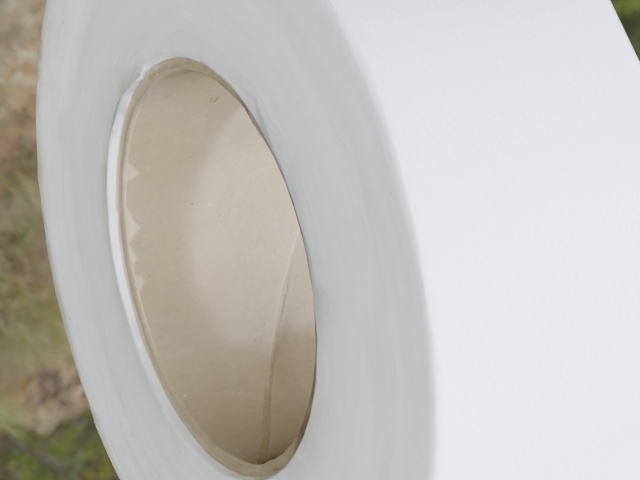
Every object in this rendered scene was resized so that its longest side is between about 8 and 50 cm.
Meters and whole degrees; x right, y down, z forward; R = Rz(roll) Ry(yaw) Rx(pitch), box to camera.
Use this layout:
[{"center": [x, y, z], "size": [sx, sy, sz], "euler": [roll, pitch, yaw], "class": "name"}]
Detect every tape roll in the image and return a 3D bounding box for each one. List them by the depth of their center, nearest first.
[{"center": [0.000, 0.000, 0.662], "size": [0.100, 0.286, 0.286], "euler": [-13, 126, -29], "class": "tape roll"}]
